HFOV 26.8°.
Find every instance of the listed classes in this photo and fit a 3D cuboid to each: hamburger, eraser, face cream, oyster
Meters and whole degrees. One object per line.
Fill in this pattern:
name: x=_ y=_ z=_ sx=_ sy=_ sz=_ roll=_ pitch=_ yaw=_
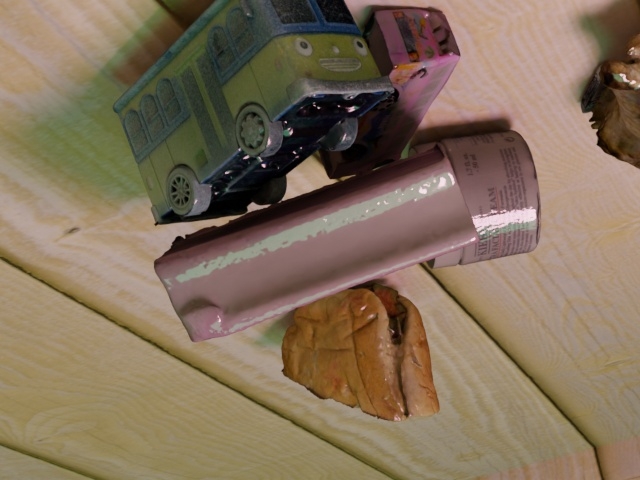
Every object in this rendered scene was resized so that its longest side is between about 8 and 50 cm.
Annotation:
hamburger: x=0.080 y=0.171 z=2.277 sx=0.162 sy=0.208 sz=0.330 roll=-2 pitch=-169 yaw=-36
eraser: x=0.370 y=-0.204 z=1.790 sx=0.027 sy=0.019 sz=0.099 roll=-17 pitch=157 yaw=-16
eraser: x=0.000 y=0.000 z=1.633 sx=0.359 sy=0.122 sz=0.272 roll=-21 pitch=-173 yaw=4
face cream: x=0.212 y=-0.058 z=1.855 sx=0.153 sy=0.177 sz=0.177 roll=-9 pitch=155 yaw=-3
oyster: x=0.443 y=-0.177 z=1.724 sx=0.198 sy=0.133 sz=0.337 roll=-16 pitch=151 yaw=12

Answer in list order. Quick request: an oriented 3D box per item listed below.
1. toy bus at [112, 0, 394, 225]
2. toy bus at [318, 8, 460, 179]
toy bus: x=-0.082 y=-0.158 z=1.521 sx=0.152 sy=0.190 sz=0.312 roll=-7 pitch=160 yaw=-43
toy bus: x=0.076 y=-0.176 z=1.667 sx=0.112 sy=0.090 sz=0.274 roll=-10 pitch=157 yaw=-21
